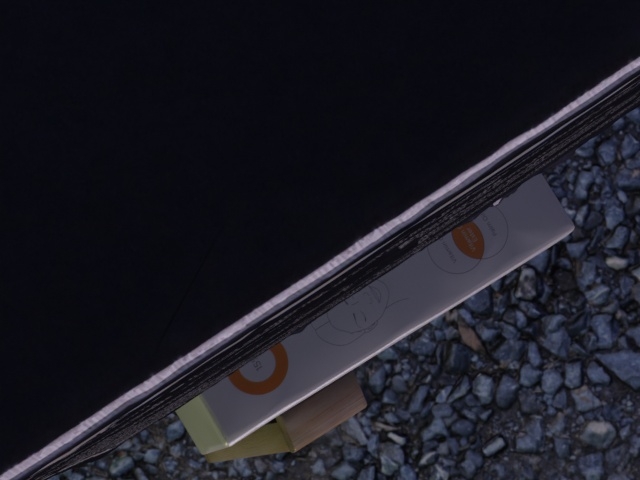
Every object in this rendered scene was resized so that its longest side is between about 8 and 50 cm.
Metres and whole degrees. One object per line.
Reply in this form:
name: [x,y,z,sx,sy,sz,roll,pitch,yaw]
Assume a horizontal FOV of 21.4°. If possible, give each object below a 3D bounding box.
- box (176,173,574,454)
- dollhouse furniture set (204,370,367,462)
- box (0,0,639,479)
box: [0.000,0.000,1.436,0.345,0.215,0.168,-30,177,-15]
dollhouse furniture set: [-0.083,0.092,1.739,0.212,0.242,0.161,-28,-172,-39]
box: [-0.024,-0.069,0.501,0.296,0.182,0.294,-34,178,2]
